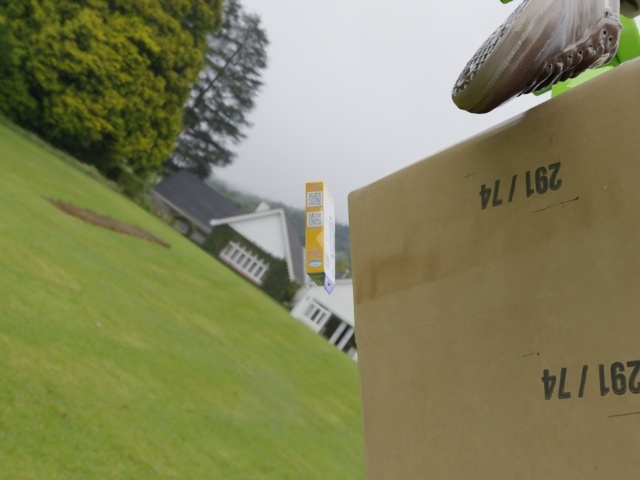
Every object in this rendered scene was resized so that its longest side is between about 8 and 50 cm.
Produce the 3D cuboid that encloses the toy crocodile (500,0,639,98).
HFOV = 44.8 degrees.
[{"bbox_3d":[0.251,-0.239,0.803,0.115,0.341,0.105,-20,-33,23],"label":"toy crocodile"}]

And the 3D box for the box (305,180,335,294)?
[{"bbox_3d":[0.000,0.000,1.005,0.028,0.136,0.081,-1,-16,11],"label":"box"}]

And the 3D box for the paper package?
[{"bbox_3d":[0.192,0.063,0.497,0.168,0.310,0.324,18,-30,-39],"label":"paper package"}]

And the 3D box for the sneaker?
[{"bbox_3d":[0.159,-0.133,0.502,0.071,0.188,0.066,43,-26,-4],"label":"sneaker"}]
